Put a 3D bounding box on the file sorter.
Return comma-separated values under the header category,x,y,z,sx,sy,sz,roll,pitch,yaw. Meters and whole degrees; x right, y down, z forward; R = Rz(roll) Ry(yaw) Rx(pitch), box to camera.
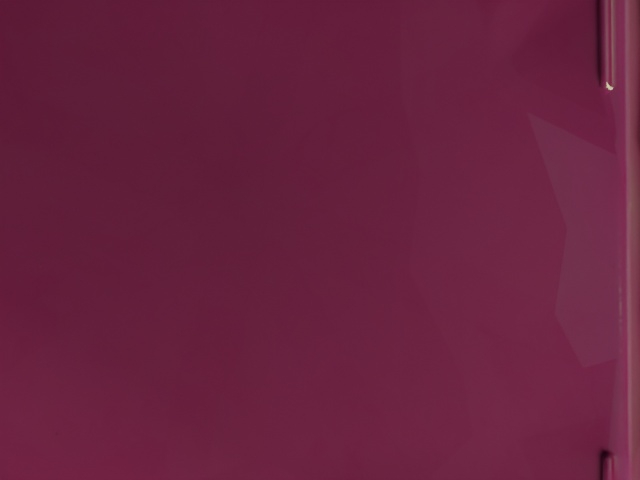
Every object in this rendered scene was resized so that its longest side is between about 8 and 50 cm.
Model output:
category,x,y,z,sx,sy,sz,roll,pitch,yaw
file sorter,0.000,0.000,0.723,0.291,0.182,0.202,1,95,26
